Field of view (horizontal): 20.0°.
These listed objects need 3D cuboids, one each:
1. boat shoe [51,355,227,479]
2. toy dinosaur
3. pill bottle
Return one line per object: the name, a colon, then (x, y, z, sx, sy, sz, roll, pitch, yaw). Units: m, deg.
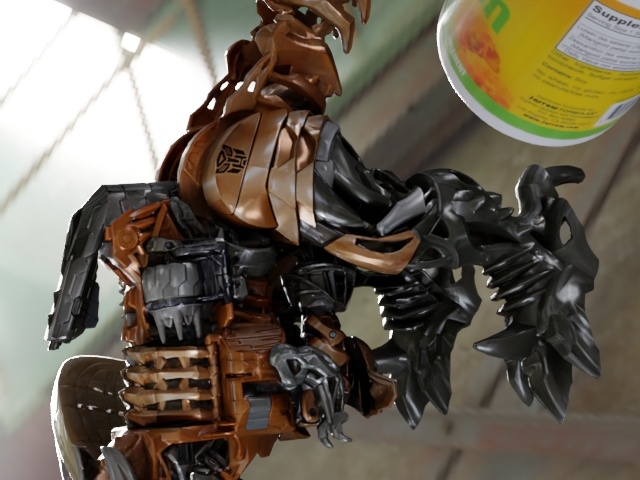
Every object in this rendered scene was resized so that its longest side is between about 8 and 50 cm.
boat shoe: (-0.111, 0.201, 1.136, 0.123, 0.123, 0.342, -64, -146, 22)
toy dinosaur: (0.000, 0.000, 0.801, 0.322, 0.218, 0.164, -67, -158, 7)
pill bottle: (0.173, -0.169, 1.062, 0.245, 0.136, 0.136, 125, -26, -58)
